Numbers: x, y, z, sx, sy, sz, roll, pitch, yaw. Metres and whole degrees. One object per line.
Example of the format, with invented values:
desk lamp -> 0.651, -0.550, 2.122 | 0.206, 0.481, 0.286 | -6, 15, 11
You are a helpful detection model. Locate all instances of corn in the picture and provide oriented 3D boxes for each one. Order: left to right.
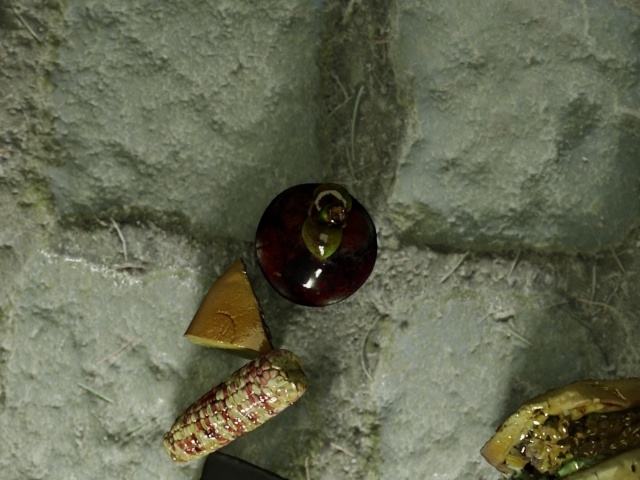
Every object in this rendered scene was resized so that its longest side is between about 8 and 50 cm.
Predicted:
corn -> -0.142, 0.275, 1.709 | 0.290, 0.098, 0.098 | -38, 82, 25

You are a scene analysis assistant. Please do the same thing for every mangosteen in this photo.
mangosteen -> -0.005, 0.008, 1.768 | 0.216, 0.216, 0.216 | 1, 78, -4

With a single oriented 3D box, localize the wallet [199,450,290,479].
wallet -> -0.165, 0.556, 1.668 | 0.228, 0.062, 0.406 | 14, 75, 35

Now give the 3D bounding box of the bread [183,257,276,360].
bread -> -0.118, 0.134, 1.772 | 0.160, 0.140, 0.169 | 29, 77, 8

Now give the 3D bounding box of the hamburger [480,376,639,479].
hamburger -> 0.426, 0.341, 1.706 | 0.318, 0.277, 0.195 | -19, 72, -3
